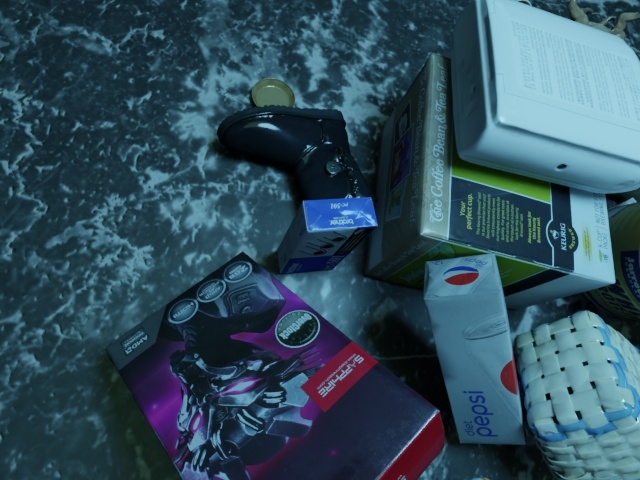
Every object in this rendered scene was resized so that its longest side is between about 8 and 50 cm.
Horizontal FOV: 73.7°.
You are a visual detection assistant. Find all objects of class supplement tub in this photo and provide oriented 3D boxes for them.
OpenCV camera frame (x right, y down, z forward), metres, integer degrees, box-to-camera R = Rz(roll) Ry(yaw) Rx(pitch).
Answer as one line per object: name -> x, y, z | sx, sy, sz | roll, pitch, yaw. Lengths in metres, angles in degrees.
supplement tub -> 0.607, 0.033, 0.713 | 0.228, 0.316, 0.228 | 0, 86, 4

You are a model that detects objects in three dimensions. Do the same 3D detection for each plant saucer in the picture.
plant saucer -> -0.090, -0.272, 0.817 | 0.083, 0.015, 0.083 | 5, 69, -14

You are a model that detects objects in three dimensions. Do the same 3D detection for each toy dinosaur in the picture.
toy dinosaur -> 0.652, -0.474, 1.047 | 0.295, 0.127, 0.200 | 25, 102, 11

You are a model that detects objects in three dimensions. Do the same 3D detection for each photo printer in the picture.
photo printer -> 0.350, -0.207, 0.628 | 0.307, 0.107, 0.256 | 9, 67, -13

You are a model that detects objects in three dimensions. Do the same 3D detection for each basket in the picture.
basket -> 0.436, 0.269, 0.664 | 0.289, 0.201, 0.255 | 43, 34, -15

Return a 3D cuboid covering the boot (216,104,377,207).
boot -> -0.035, -0.122, 0.735 | 0.246, 0.094, 0.207 | -9, 70, -25

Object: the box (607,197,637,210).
box -> 0.728, 0.058, 0.903 | 0.063, 0.067, 0.324 | -36, 83, -23

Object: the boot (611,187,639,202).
boot -> 0.722, -0.067, 0.936 | 0.219, 0.082, 0.106 | 17, 65, -11

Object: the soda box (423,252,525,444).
soda box -> 0.224, 0.164, 0.614 | 0.091, 0.098, 0.286 | -63, 140, -56

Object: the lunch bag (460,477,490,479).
lunch bag -> 0.133, 0.412, 0.511 | 0.303, 0.115, 0.243 | 14, 95, -34

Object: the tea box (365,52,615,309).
tea box -> 0.275, -0.085, 0.741 | 0.323, 0.220, 0.329 | 15, 67, -11

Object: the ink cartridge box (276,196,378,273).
ink cartridge box -> 0.000, 0.000, 0.641 | 0.097, 0.207, 0.046 | -5, 72, -17

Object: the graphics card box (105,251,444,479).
graphics card box -> -0.073, 0.183, 0.515 | 0.232, 0.094, 0.371 | -37, 46, -22

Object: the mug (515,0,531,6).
mug -> 0.491, -0.587, 1.075 | 0.062, 0.078, 0.064 | -5, 59, 17
